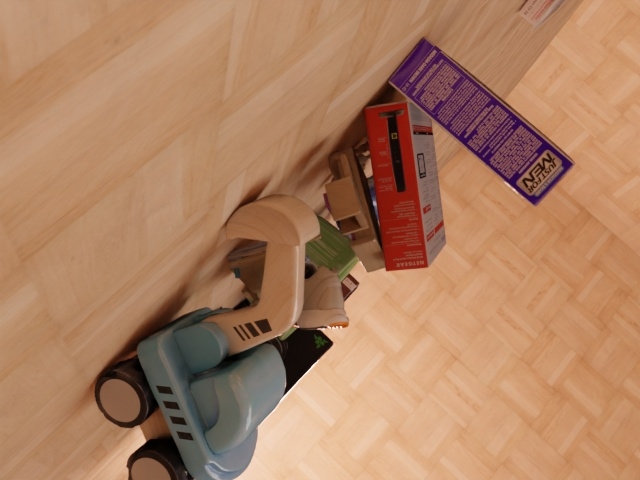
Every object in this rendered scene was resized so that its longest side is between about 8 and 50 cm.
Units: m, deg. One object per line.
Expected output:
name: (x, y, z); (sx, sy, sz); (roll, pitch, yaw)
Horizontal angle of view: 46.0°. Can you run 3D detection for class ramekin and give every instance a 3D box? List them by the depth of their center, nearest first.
ramekin: (-0.043, 0.082, 1.829); (0.303, 0.148, 0.303); (-47, 174, -7)

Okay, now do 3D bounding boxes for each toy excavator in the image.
toy excavator: (-0.147, 0.180, 1.261); (0.446, 0.432, 0.222); (-19, -174, 24)

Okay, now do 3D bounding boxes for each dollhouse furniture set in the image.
dollhouse furniture set: (-0.059, -0.036, 1.400); (0.304, 0.198, 0.286); (-18, 154, 9)

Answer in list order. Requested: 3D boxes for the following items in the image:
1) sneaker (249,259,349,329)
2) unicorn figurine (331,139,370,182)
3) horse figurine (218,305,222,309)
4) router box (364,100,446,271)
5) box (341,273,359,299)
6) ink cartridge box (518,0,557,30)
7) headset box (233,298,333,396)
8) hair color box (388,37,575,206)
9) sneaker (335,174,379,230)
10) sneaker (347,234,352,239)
sneaker: (-0.041, 0.097, 1.353); (0.099, 0.120, 0.263); (3, 174, -38)
unicorn figurine: (0.064, -0.147, 1.586); (0.111, 0.060, 0.161); (-40, 154, -46)
horse figurine: (-0.302, 0.264, 1.636); (0.174, 0.066, 0.263); (-44, 178, 31)
router box: (0.177, -0.114, 1.494); (0.082, 0.300, 0.335); (-6, -175, 16)
box: (0.015, 0.156, 2.572); (0.167, 0.168, 0.203); (-46, 173, -5)
ink cartridge box: (0.599, -0.640, 1.987); (0.198, 0.067, 0.115); (-43, 173, -41)
headset box: (-0.140, 0.275, 1.929); (0.283, 0.246, 0.131); (-40, 171, -45)
hair color box: (0.296, -0.215, 1.369); (0.110, 0.339, 0.185); (-48, 173, 17)
sneaker: (0.088, -0.088, 1.886); (0.147, 0.129, 0.330); (-20, 171, -20)
sneaker: (0.010, 0.127, 2.057); (0.128, 0.182, 0.315); (0, 146, -46)
